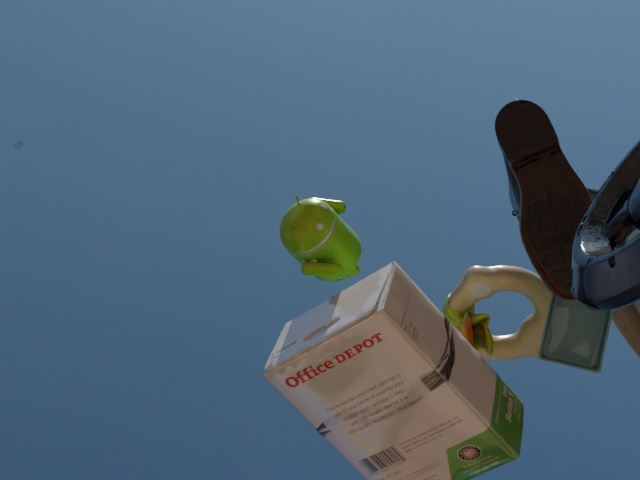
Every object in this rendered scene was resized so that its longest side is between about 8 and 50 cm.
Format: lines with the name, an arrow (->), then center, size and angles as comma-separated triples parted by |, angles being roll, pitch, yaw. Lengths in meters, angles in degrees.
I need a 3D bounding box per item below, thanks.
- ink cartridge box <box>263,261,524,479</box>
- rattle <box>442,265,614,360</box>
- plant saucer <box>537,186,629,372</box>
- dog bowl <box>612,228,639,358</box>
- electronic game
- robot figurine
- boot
ink cartridge box -> 0.076, 0.149, 1.201 | 0.219, 0.160, 0.092 | 48, -148, -18
rattle -> 0.238, 0.113, 1.310 | 0.200, 0.143, 0.130 | 23, -75, -11
plant saucer -> 0.283, 0.041, 1.267 | 0.067, 0.018, 0.192 | 13, -99, 9
dog bowl -> 0.461, 0.071, 1.369 | 0.102, 0.349, 0.348 | -34, -85, -15
electronic game -> 0.266, -0.042, 0.879 | 0.048, 0.229, 0.229 | 38, -107, -7
robot figurine -> 0.000, 0.000, 1.295 | 0.115, 0.067, 0.101 | 46, -141, -42
boot -> 0.246, -0.037, 1.281 | 0.082, 0.106, 0.219 | -16, -103, 9
